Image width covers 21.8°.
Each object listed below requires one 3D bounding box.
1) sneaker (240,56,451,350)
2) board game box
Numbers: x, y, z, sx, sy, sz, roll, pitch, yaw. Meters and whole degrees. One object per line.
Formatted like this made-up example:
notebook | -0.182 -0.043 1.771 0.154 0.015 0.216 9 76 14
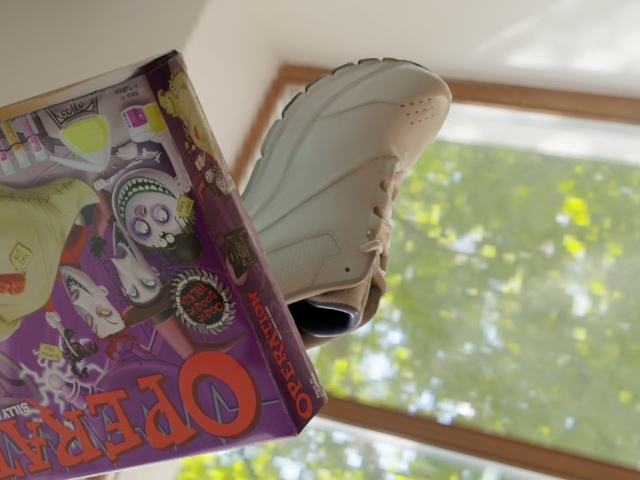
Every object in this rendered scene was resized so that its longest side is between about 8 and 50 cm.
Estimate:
sneaker | 0.000 0.000 1.054 0.297 0.129 0.111 -48 -35 -26
board game box | -0.186 0.039 0.931 0.208 0.347 0.056 65 -149 -17
